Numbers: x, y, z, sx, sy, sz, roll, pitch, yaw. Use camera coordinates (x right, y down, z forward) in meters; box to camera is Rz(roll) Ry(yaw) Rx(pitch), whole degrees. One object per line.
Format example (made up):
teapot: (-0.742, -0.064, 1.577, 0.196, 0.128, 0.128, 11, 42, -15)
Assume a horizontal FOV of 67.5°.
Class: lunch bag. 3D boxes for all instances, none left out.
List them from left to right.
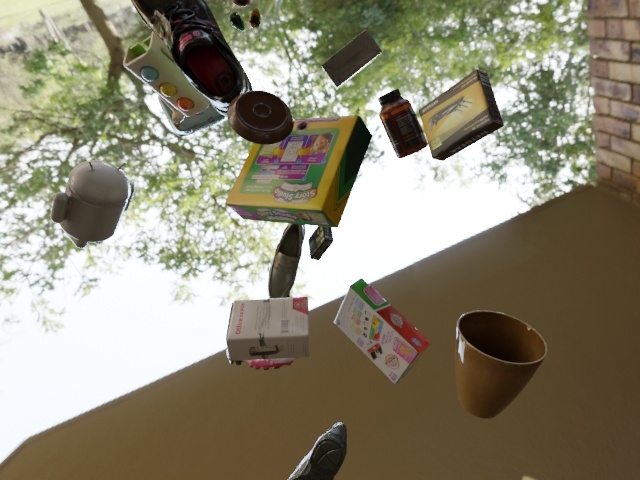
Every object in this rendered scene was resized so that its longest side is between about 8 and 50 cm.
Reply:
lunch bag: (-0.508, -0.573, 1.967, 0.279, 0.223, 0.108, -29, -176, -20)

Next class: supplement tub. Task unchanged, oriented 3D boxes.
supplement tub: (0.245, -0.357, 1.462, 0.106, 0.197, 0.106, -24, -171, 4)

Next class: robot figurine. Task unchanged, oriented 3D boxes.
robot figurine: (-0.796, -0.136, 1.687, 0.353, 0.200, 0.300, -55, 165, 30)

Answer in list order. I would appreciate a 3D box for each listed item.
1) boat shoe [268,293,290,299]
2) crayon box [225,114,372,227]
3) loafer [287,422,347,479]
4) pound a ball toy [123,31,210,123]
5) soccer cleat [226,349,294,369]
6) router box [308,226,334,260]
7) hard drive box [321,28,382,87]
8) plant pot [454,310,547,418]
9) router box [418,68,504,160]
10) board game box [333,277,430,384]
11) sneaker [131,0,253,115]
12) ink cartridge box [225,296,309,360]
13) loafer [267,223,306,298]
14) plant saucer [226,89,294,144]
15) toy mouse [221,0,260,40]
boat shoe: (-0.170, 0.205, 2.054, 0.095, 0.257, 0.095, 3, 160, -29)
crayon box: (-0.067, -0.206, 1.414, 0.363, 0.106, 0.312, 6, -113, 36)
loafer: (-0.007, 0.538, 1.117, 0.096, 0.267, 0.084, 33, -159, 8)
pound a ball toy: (-0.521, -0.516, 1.622, 0.208, 0.319, 0.135, -15, -121, 26)
soccer cleat: (-0.235, 0.391, 1.764, 0.332, 0.143, 0.116, -6, 175, 40)
router box: (0.000, 0.000, 1.706, 0.038, 0.122, 0.092, 13, -133, -24)
hard drive box: (0.101, -0.603, 1.616, 0.181, 0.089, 0.232, -36, -169, 10)
plant pot: (0.482, 0.369, 1.357, 0.238, 0.254, 0.237, 4, -154, -2)
router box: (0.566, -0.503, 1.960, 0.081, 0.242, 0.309, 3, 158, -38)
board game box: (0.200, 0.315, 1.650, 0.064, 0.242, 0.316, -30, -117, -35)
sneaker: (-0.356, -0.574, 1.341, 0.185, 0.482, 0.202, -40, -169, 2)
ink cartridge box: (-0.140, 0.242, 1.324, 0.218, 0.092, 0.158, -1, -145, -1)
loafer: (-0.131, 0.073, 1.794, 0.112, 0.319, 0.111, 13, 172, 3)
plant saucer: (-0.146, -0.314, 1.188, 0.169, 0.029, 0.168, 7, -119, -13)
toy mouse: (-0.265, -0.748, 1.570, 0.143, 0.160, 0.031, -3, -169, -36)
